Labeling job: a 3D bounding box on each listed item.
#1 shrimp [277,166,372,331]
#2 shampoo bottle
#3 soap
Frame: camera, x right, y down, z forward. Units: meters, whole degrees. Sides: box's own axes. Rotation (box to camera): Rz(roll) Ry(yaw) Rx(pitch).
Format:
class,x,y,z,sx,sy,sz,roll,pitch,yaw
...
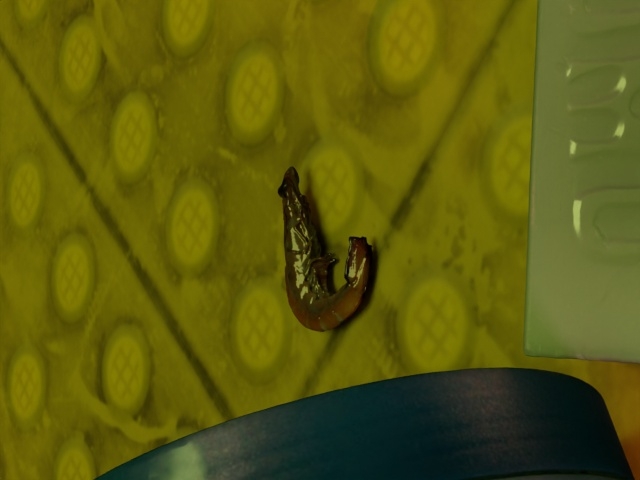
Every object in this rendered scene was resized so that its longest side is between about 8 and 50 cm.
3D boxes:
class,x,y,z,sx,sy,sz,roll,pitch,yaw
shrimp,0.000,0.000,1.160,0.091,0.025,0.127,-34,64,46
shampoo bottle,0.043,0.286,0.822,0.331,0.331,0.342,-41,57,43
soap,0.190,-0.067,0.863,0.160,0.088,0.265,-1,86,53
